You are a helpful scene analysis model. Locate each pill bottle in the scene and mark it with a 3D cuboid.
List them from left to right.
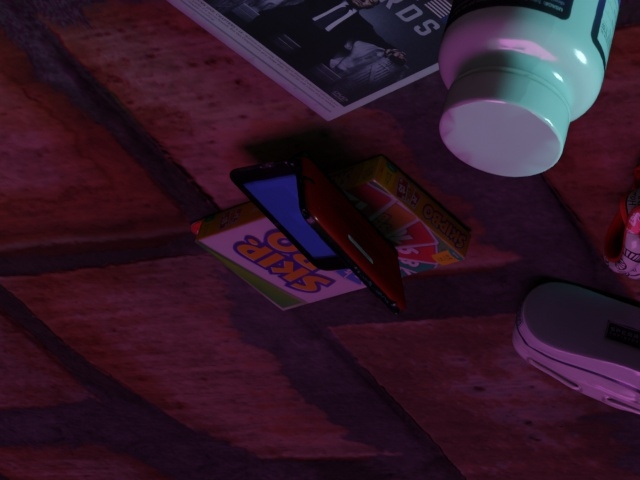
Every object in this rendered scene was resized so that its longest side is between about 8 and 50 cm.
[{"bbox_3d":[0.137,-0.141,1.136,0.108,0.193,0.108,13,148,8],"label":"pill bottle"}]

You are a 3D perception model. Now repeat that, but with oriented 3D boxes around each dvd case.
[{"bbox_3d":[0.022,-0.180,1.290,0.179,0.029,0.239,35,145,-28],"label":"dvd case"}]

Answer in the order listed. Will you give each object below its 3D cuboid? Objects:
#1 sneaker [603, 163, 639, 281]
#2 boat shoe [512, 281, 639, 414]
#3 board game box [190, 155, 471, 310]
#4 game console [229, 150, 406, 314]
[{"bbox_3d":[0.323,-0.024,1.327,0.145,0.090,0.270,22,151,-12],"label":"sneaker"},{"bbox_3d":[0.297,0.114,1.570,0.258,0.095,0.084,26,153,7],"label":"boat shoe"},{"bbox_3d":[0.000,0.000,1.580,0.259,0.039,0.124,-15,135,45],"label":"board game box"},{"bbox_3d":[-0.004,0.001,1.478,0.085,0.124,0.144,-32,124,19],"label":"game console"}]
